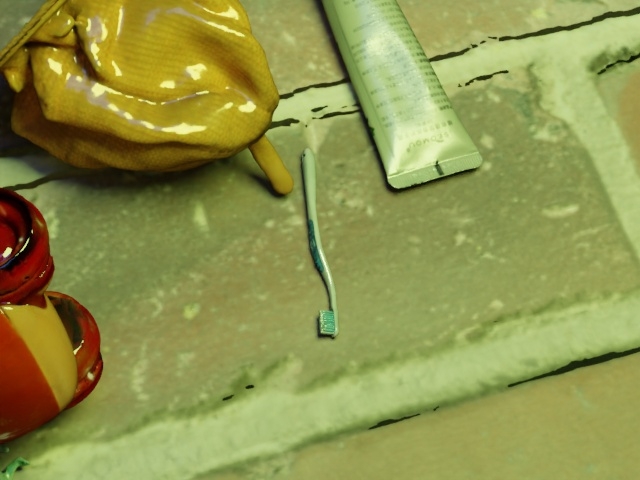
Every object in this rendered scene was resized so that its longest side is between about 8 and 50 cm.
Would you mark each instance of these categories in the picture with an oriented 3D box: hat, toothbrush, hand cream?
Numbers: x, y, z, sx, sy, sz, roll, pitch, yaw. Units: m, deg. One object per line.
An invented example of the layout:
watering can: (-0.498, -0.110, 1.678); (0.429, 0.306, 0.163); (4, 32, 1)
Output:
hat: (-0.105, -0.119, 1.298); (0.233, 0.244, 0.233); (-44, 103, 5)
toothbrush: (0.000, 0.000, 1.298); (0.017, 0.014, 0.162); (7, 59, -22)
hand cream: (0.051, -0.149, 1.369); (0.080, 0.050, 0.234); (-17, 69, -14)

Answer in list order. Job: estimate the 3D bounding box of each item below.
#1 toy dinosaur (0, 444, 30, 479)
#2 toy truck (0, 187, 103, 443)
toy dinosaur: (-0.231, 0.172, 1.182); (0.083, 0.021, 0.062); (29, 76, 10)
toy truck: (-0.301, 0.053, 1.147); (0.239, 0.189, 0.265); (-40, 58, -17)
